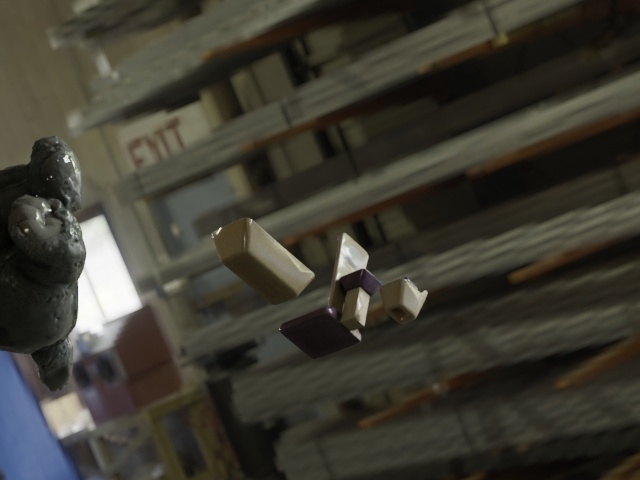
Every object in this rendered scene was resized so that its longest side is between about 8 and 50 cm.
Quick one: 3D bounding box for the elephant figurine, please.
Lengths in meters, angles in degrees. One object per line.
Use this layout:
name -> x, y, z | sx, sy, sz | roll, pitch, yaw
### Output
elephant figurine -> -0.294, 0.000, 1.126 | 0.239, 0.186, 0.169 | -2, -24, -18

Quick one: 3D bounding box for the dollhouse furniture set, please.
dollhouse furniture set -> 0.000, 0.000, 0.985 | 0.091, 0.114, 0.081 | -24, 39, 35
